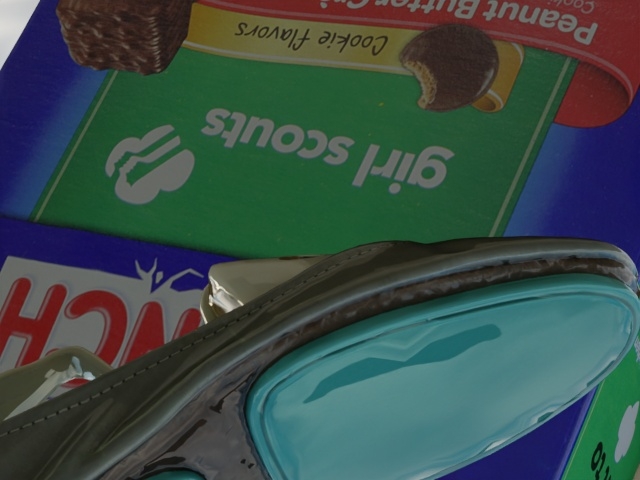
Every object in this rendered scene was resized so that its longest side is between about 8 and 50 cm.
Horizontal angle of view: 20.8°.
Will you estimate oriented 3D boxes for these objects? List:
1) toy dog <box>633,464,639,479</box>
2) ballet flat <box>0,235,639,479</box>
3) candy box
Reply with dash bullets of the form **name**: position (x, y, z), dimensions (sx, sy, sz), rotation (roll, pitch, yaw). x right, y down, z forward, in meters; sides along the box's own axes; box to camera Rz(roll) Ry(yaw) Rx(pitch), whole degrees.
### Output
- **toy dog**: position (0.320, 0.152, 0.806), dimensions (0.408, 0.284, 0.395), rotation (15, -131, -10)
- **ballet flat**: position (-0.029, 0.039, 0.406), dimensions (0.213, 0.072, 0.068), rotation (-27, -131, -11)
- **candy box**: position (0.000, 0.000, 0.646), dimensions (0.268, 0.122, 0.317), rotation (15, -112, 25)
